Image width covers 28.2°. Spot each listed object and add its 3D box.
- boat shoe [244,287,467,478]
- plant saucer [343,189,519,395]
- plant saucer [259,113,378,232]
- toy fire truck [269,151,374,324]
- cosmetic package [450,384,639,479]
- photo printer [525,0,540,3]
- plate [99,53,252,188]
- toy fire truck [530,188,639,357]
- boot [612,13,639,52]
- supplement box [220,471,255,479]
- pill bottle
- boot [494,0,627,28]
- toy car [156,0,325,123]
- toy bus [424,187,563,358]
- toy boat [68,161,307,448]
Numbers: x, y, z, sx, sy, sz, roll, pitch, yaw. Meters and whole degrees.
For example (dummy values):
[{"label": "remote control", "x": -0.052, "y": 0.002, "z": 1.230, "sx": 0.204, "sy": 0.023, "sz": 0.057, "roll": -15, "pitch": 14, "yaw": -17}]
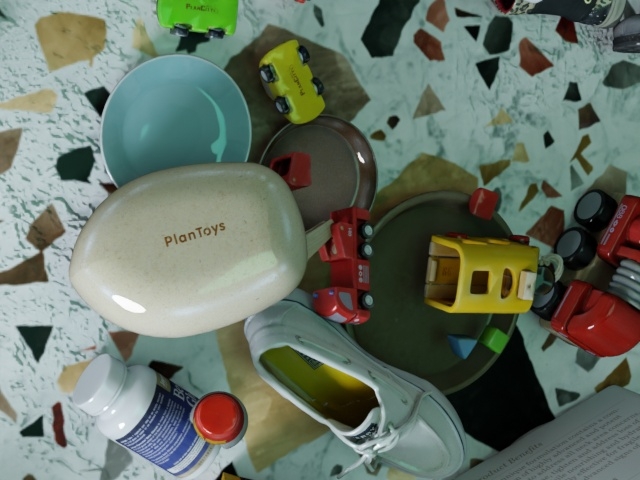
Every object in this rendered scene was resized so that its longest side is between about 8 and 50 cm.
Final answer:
[{"label": "boat shoe", "x": 0.051, "y": 0.213, "z": 1.559, "sx": 0.136, "sy": 0.156, "sz": 0.367, "roll": -36, "pitch": 118, "yaw": 21}, {"label": "plant saucer", "x": 0.145, "y": 0.070, "z": 1.671, "sx": 0.277, "sy": 0.041, "sz": 0.278, "roll": -6, "pitch": 103, "yaw": -27}, {"label": "plant saucer", "x": -0.008, "y": -0.073, "z": 1.570, "sx": 0.168, "sy": 0.029, "sz": 0.169, "roll": -5, "pitch": 101, "yaw": -28}, {"label": "toy fire truck", "x": 0.000, "y": 0.000, "z": 1.518, "sx": 0.135, "sy": 0.047, "sz": 0.192, "roll": 11, "pitch": 74, "yaw": -40}, {"label": "cosmetic package", "x": 0.433, "y": 0.443, "z": 1.691, "sx": 0.329, "sy": 0.393, "sz": 0.327, "roll": -26, "pitch": 110, "yaw": -22}, {"label": "photo printer", "x": 0.167, "y": -0.455, "z": 1.516, "sx": 0.307, "sy": 0.107, "sz": 0.256, "roll": 20, "pitch": 88, "yaw": -14}, {"label": "plate", "x": -0.169, "y": -0.123, "z": 1.478, "sx": 0.188, "sy": 0.024, "sz": 0.188, "roll": -6, "pitch": 102, "yaw": -28}, {"label": "toy fire truck", "x": 0.438, "y": 0.064, "z": 1.706, "sx": 0.158, "sy": 0.246, "sz": 0.217, "roll": 33, "pitch": 84, "yaw": -28}, {"label": "boot", "x": 0.515, "y": -0.383, "z": 1.754, "sx": 0.338, "sy": 0.118, "sz": 0.223, "roll": -18, "pitch": 105, "yaw": -35}, {"label": "supplement box", "x": -0.047, "y": 0.408, "z": 1.549, "sx": 0.194, "sy": 0.129, "sz": 0.191, "roll": 15, "pitch": 93, "yaw": -8}, {"label": "pill bottle", "x": -0.201, "y": 0.202, "z": 1.482, "sx": 0.169, "sy": 0.094, "sz": 0.094, "roll": 37, "pitch": 81, "yaw": -28}, {"label": "boot", "x": 0.318, "y": -0.397, "z": 1.650, "sx": 0.178, "sy": 0.085, "sz": 0.237, "roll": -2, "pitch": 101, "yaw": -25}, {"label": "toy car", "x": -0.090, "y": -0.262, "z": 1.478, "sx": 0.225, "sy": 0.053, "sz": 0.239, "roll": 3, "pitch": 97, "yaw": -28}, {"label": "toy bus", "x": 0.234, "y": 0.047, "z": 1.630, "sx": 0.202, "sy": 0.104, "sz": 0.191, "roll": -44, "pitch": 115, "yaw": -12}, {"label": "toy boat", "x": -0.138, "y": 0.075, "z": 1.424, "sx": 0.267, "sy": 0.148, "sz": 0.318, "roll": -10, "pitch": 80, "yaw": -5}]
